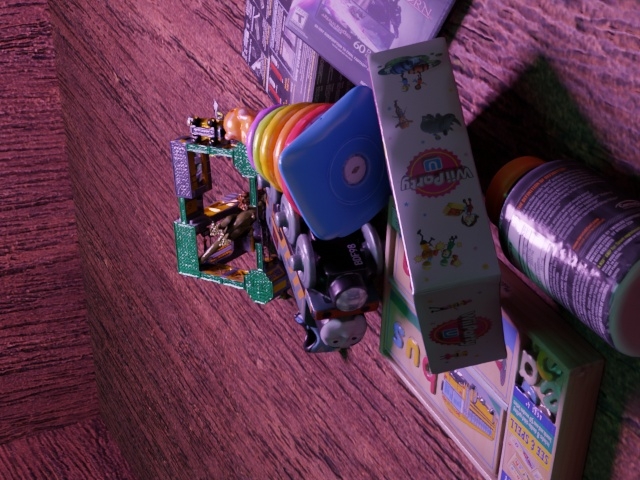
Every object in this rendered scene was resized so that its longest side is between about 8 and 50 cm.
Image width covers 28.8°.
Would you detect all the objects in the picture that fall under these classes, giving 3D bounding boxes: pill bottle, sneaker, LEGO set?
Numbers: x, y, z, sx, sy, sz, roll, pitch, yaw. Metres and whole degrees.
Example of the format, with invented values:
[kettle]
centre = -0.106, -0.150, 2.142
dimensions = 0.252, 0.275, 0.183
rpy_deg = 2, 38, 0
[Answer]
[pill bottle]
centre = 0.264, 0.001, 1.239
dimensions = 0.246, 0.130, 0.131
rpy_deg = 45, 142, 51
[sneaker]
centre = -0.006, 0.112, 1.999
dimensions = 0.063, 0.073, 0.162
rpy_deg = 32, 131, 59
[LEGO set]
centre = -0.113, -0.069, 2.089
dimensions = 0.254, 0.192, 0.331
rpy_deg = 2, 111, 36

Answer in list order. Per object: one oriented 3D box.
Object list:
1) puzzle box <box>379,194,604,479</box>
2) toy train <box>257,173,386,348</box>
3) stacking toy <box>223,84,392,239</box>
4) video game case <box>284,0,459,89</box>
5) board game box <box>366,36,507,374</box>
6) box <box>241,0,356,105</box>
[puzzle box]
centre = 0.197, 0.146, 1.579
dimensions = 0.409, 0.052, 0.272
rpy_deg = 48, 145, 48
[toy train]
centre = 0.000, 0.000, 1.822
dimensions = 0.190, 0.142, 0.334
rpy_deg = 92, 162, -45
[stacking toy]
centre = -0.043, -0.132, 1.724
dimensions = 0.301, 0.175, 0.166
rpy_deg = 25, 151, 48
[video game case]
centre = 0.065, -0.298, 1.548
dimensions = 0.196, 0.026, 0.274
rpy_deg = 41, 148, 9
[board game box]
centre = 0.131, -0.036, 1.400
dimensions = 0.224, 0.097, 0.303
rpy_deg = 71, -173, -61
[box]
centre = -0.026, -0.326, 1.791
dimensions = 0.242, 0.076, 0.307
rpy_deg = 57, 151, 38
